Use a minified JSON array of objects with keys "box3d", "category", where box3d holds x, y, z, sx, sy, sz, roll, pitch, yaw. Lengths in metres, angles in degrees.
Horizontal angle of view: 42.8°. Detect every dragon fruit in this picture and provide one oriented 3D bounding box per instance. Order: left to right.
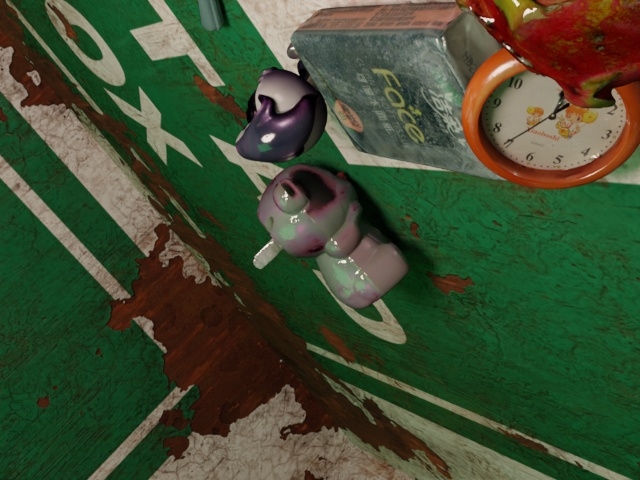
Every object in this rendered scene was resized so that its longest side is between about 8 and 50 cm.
[{"box3d":[0.223,-0.242,0.756,0.269,0.198,0.200,37,-156,34],"category":"dragon fruit"}]

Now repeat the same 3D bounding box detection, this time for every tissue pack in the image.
[{"box3d":[0.122,-0.209,1.104,0.316,0.103,0.228,19,151,52],"category":"tissue pack"}]

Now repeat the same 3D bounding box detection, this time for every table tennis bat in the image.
[{"box3d":[-0.194,-0.446,1.349,0.153,0.040,0.244,35,155,21],"category":"table tennis bat"}]

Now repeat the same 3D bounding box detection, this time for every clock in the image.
[{"box3d":[0.264,-0.142,0.930,0.205,0.051,0.205,8,136,8],"category":"clock"}]

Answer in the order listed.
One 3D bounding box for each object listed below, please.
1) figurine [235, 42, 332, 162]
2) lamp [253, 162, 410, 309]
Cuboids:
[{"box3d":[-0.037,-0.201,1.269,0.145,0.222,0.145,32,157,16],"category":"figurine"},{"box3d":[0.000,0.000,1.584,0.301,0.247,0.247,46,-173,-8],"category":"lamp"}]
